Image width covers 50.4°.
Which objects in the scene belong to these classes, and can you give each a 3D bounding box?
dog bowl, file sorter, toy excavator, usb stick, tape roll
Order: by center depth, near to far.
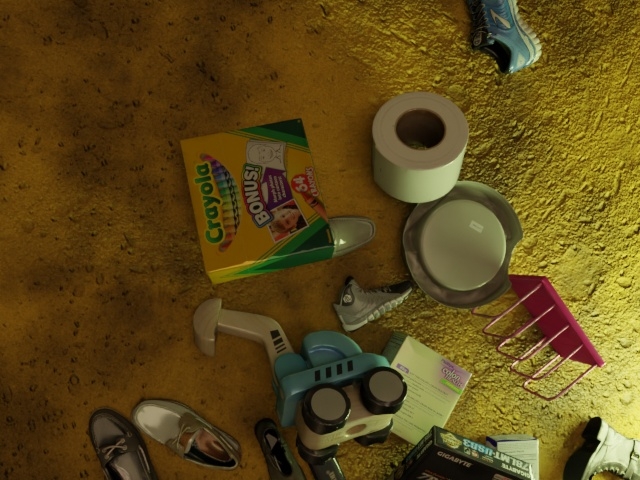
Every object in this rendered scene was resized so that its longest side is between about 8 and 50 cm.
[{"bbox_3d":[-0.061,0.310,1.681,0.433,0.222,0.445,-12,52,-18],"label":"toy excavator"},{"bbox_3d":[0.255,-0.243,1.779,0.246,0.169,0.246,-1,64,2],"label":"tape roll"},{"bbox_3d":[0.040,0.665,1.813,0.077,0.045,0.277,-24,93,-11],"label":"usb stick"},{"bbox_3d":[0.580,0.263,1.863,0.182,0.202,0.290,-37,96,-9],"label":"file sorter"},{"bbox_3d":[0.382,0.013,1.880,0.349,0.102,0.348,0,88,-13],"label":"dog bowl"}]

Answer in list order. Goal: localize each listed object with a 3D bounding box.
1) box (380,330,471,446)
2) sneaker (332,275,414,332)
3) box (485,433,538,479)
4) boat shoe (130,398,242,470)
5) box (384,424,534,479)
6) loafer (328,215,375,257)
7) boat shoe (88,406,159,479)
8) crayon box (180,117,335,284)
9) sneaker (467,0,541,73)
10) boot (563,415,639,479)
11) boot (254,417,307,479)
[{"bbox_3d":[0.244,0.404,1.829,0.214,0.117,0.242,31,83,-9],"label":"box"},{"bbox_3d":[0.134,0.138,1.832,0.229,0.086,0.132,-32,92,-10],"label":"sneaker"},{"bbox_3d":[0.537,0.620,1.907,0.126,0.072,0.137,1,89,-12],"label":"box"},{"bbox_3d":[-0.332,0.488,1.709,0.303,0.103,0.113,26,83,-10],"label":"boat shoe"},{"bbox_3d":[0.352,0.639,1.782,0.296,0.073,0.293,24,126,-10],"label":"box"},{"bbox_3d":[0.000,0.000,1.792,0.320,0.111,0.111,-15,91,-12],"label":"loafer"},{"bbox_3d":[-0.471,0.568,1.681,0.112,0.095,0.335,-27,94,-12],"label":"boat shoe"},{"bbox_3d":[-0.160,-0.103,1.701,0.313,0.106,0.362,-12,71,-8],"label":"crayon box"},{"bbox_3d":[0.480,-0.615,1.908,0.147,0.130,0.330,-37,96,-13],"label":"sneaker"},{"bbox_3d":[0.847,0.660,1.963,0.229,0.091,0.262,33,80,-9],"label":"boot"},{"bbox_3d":[-0.097,0.575,1.727,0.084,0.161,0.246,-28,94,-11],"label":"boot"}]
